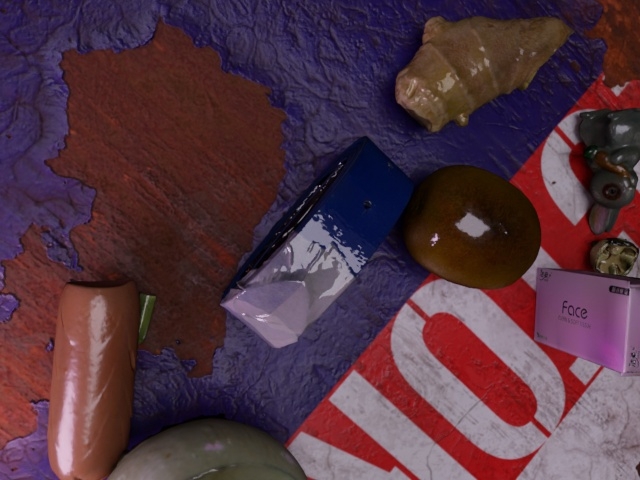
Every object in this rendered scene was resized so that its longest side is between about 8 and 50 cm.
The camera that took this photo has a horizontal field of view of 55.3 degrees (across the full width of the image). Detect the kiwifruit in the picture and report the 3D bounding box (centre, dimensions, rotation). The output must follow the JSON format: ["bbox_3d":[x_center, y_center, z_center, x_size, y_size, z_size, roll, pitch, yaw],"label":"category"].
[{"bbox_3d":[0.257,-0.017,1.019,0.234,0.196,0.196,29,86,-20],"label":"kiwifruit"}]

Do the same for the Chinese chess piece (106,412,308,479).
[{"bbox_3d":[-0.175,0.441,0.914,0.349,0.146,0.349,-7,106,-27],"label":"Chinese chess piece"}]

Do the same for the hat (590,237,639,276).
[{"bbox_3d":[0.550,0.029,1.159,0.077,0.059,0.076,8,107,-9],"label":"hat"}]

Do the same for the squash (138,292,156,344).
[{"bbox_3d":[-0.285,0.126,0.973,0.027,0.027,0.083,14,89,-14],"label":"squash"}]

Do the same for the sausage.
[{"bbox_3d":[-0.339,0.208,0.916,0.121,0.121,0.304,5,91,-14],"label":"sausage"}]

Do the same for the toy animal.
[{"bbox_3d":[0.549,-0.130,1.125,0.138,0.108,0.236,-15,97,-13],"label":"toy animal"}]

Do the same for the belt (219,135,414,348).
[{"bbox_3d":[0.000,0.000,0.944,0.117,0.212,0.347,43,78,-14],"label":"belt"}]

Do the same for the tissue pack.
[{"bbox_3d":[0.475,0.131,1.047,0.092,0.246,0.149,1,92,-14],"label":"tissue pack"}]

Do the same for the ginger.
[{"bbox_3d":[0.283,-0.305,1.047,0.354,0.126,0.190,-18,86,-15],"label":"ginger"}]
